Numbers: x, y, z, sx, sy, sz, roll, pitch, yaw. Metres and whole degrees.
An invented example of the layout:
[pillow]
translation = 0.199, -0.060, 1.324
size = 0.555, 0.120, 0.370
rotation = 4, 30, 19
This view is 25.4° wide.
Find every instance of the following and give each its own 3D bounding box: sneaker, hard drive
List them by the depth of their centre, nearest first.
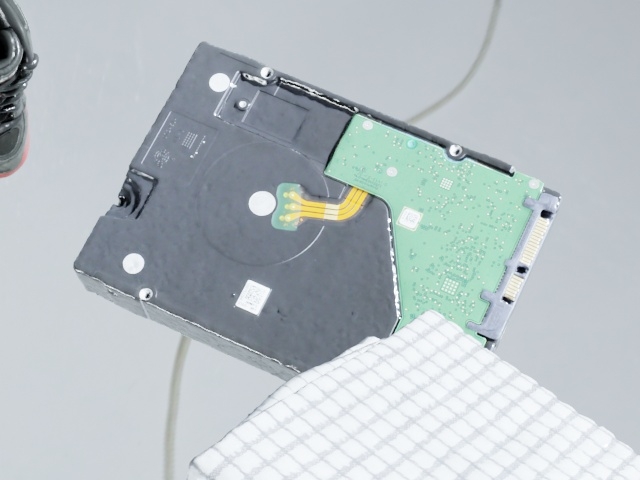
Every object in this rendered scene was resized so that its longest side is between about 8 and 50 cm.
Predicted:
[hard drive]
translation = 0.000, 0.000, 1.171
size = 0.338, 0.064, 0.237
rotation = 22, 72, 12
[sneaker]
translation = -0.291, -0.139, 1.182
size = 0.097, 0.276, 0.135
rotation = -32, 52, -21

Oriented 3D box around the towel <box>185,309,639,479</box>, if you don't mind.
[towel]
translation = 0.066, 0.183, 0.940
size = 0.235, 0.121, 0.283
rotation = 35, 34, 20
